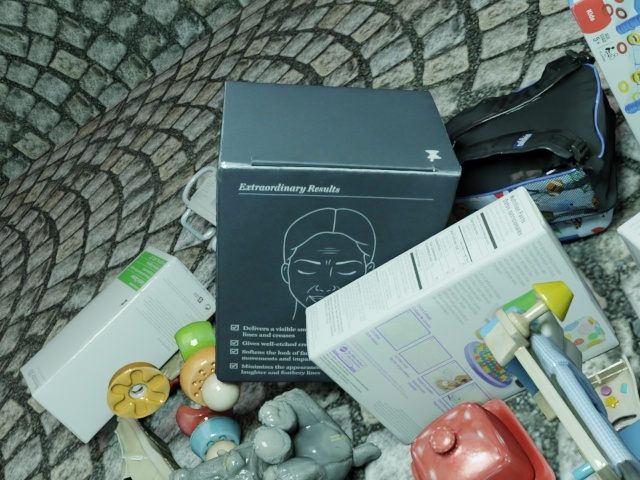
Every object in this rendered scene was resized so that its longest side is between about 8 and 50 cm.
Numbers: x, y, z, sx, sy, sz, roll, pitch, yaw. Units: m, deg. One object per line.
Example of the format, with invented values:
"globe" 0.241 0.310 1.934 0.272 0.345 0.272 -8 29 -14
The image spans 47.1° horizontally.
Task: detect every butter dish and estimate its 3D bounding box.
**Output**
"butter dish" 0.175 0.268 0.906 0.160 0.118 0.160 -39 33 7

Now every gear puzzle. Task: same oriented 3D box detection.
"gear puzzle" -0.271 0.229 1.483 0.339 0.044 0.175 -39 24 0

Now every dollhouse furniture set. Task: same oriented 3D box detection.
"dollhouse furniture set" 0.335 0.179 0.671 0.198 0.303 0.286 -38 34 10

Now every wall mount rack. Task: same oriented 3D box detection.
"wall mount rack" -0.165 -0.108 1.672 0.304 0.130 0.350 -52 34 -5

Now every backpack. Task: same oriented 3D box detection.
"backpack" 0.308 -0.118 1.110 0.263 0.213 0.277 -10 39 29

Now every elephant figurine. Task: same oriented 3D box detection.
"elephant figurine" -0.075 0.334 1.078 0.169 0.186 0.239 -30 -16 -50

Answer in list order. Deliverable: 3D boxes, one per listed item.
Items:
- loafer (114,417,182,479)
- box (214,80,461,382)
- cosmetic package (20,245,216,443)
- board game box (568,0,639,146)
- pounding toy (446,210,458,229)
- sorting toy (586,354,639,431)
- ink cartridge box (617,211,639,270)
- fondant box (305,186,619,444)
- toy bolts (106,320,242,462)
"loafer" -0.310 0.394 1.286 0.092 0.102 0.268 -45 34 -13
"box" 0.000 0.000 1.049 0.293 0.396 0.212 2 40 -7
"cosmetic package" -0.403 0.198 1.481 0.365 0.155 0.197 -46 26 -18
"board game box" 0.530 -0.288 0.974 0.301 0.308 0.086 -21 41 31
"pounding toy" 0.195 -0.089 1.290 0.141 0.100 0.130 -31 36 19
"sorting toy" 0.348 0.193 0.881 0.083 0.045 0.075 -31 43 18
"ink cartridge box" 0.508 0.029 0.822 0.198 0.115 0.273 -37 34 8
"fondant box" 0.181 0.113 0.961 0.330 0.238 0.096 -30 35 19
"toy bolts" -0.209 0.285 1.180 0.218 0.229 0.158 -24 34 -13
